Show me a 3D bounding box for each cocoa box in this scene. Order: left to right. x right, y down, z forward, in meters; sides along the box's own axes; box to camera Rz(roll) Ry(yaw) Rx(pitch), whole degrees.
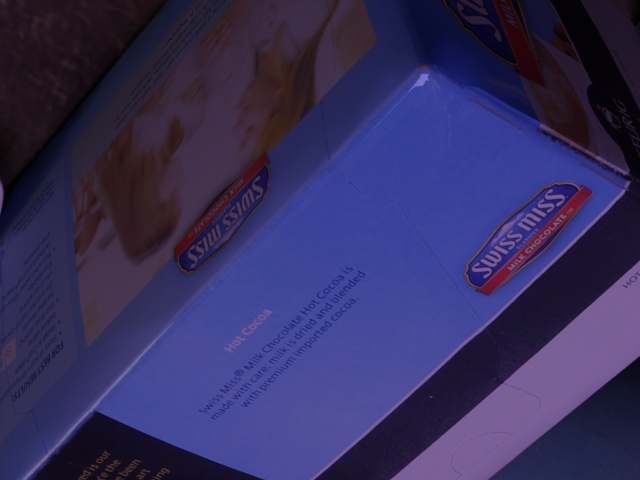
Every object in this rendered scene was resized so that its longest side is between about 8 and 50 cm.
[{"bbox_3d":[0.000,0.000,0.803,0.228,0.231,0.347,26,123,-32],"label":"cocoa box"}]

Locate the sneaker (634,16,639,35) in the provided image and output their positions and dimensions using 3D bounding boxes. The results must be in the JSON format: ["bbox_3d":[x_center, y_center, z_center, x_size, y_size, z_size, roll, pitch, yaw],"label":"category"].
[{"bbox_3d":[0.204,-0.129,0.864,0.040,0.044,0.109,-4,133,-7],"label":"sneaker"}]

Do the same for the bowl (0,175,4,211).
[{"bbox_3d":[-0.259,-0.019,0.847,0.142,0.053,0.142,15,128,-25],"label":"bowl"}]

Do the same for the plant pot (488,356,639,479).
[{"bbox_3d":[0.101,0.160,0.963,0.195,0.290,0.290,31,120,-25],"label":"plant pot"}]
